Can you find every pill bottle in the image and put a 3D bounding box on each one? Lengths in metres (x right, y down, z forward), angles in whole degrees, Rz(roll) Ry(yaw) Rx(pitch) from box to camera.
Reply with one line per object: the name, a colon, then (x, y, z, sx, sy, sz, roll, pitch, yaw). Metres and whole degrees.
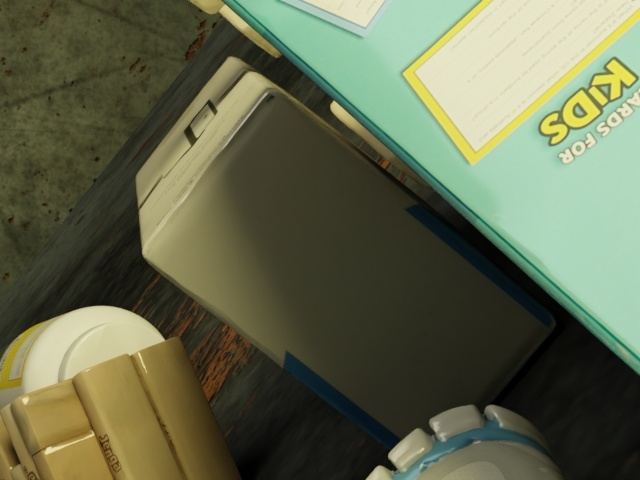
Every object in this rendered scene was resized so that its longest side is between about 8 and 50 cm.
pill bottle: (-0.155, 0.098, 1.037, 0.103, 0.103, 0.184, -55, 14, -19)

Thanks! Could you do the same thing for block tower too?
block tower: (-0.171, 0.150, 0.899, 0.091, 0.097, 0.335, -18, -10, -36)

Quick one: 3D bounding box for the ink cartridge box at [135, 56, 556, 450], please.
ink cartridge box: (0.000, 0.000, 0.683, 0.086, 0.148, 0.203, -51, 12, 3)

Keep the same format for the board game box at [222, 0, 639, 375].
board game box: (0.112, -0.108, 0.412, 0.254, 0.079, 0.336, -49, 44, 5)

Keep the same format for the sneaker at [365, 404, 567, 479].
sneaker: (0.009, 0.134, 0.460, 0.191, 0.071, 0.083, -50, 18, 0)

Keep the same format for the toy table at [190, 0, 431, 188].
toy table: (0.036, -0.133, 0.669, 0.161, 0.274, 0.252, -52, 19, 5)
